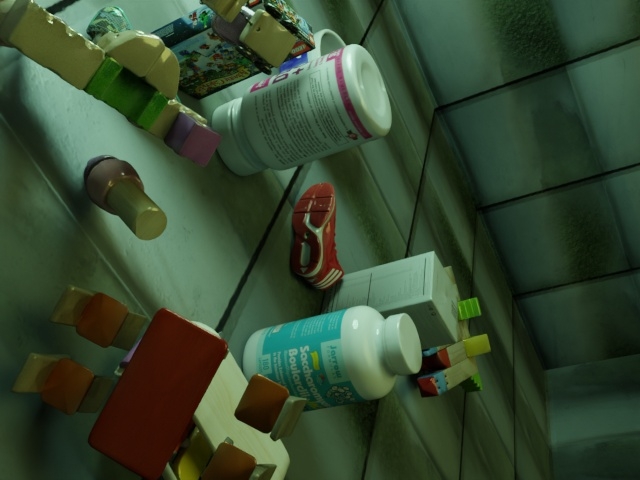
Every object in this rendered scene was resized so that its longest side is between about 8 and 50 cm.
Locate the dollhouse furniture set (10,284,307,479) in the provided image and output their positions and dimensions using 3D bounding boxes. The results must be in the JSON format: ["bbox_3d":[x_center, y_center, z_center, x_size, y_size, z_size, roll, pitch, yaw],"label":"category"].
[{"bbox_3d":[-0.183,0.196,0.669,0.259,0.262,0.135,-63,170,-8],"label":"dollhouse furniture set"}]

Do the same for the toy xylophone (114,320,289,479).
[{"bbox_3d":[-0.145,0.258,0.870,0.323,0.081,0.236,68,26,-13],"label":"toy xylophone"}]

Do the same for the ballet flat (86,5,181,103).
[{"bbox_3d":[-0.271,-0.240,0.997,0.188,0.070,0.070,58,29,-27],"label":"ballet flat"}]

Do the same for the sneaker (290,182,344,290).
[{"bbox_3d":[0.000,0.000,1.409,0.128,0.087,0.221,57,40,-50],"label":"sneaker"}]

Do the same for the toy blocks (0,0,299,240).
[{"bbox_3d":[-0.256,-0.211,0.778,0.288,0.309,0.260,32,5,-46],"label":"toy blocks"}]

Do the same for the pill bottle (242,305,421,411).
[{"bbox_3d":[0.020,0.186,1.089,0.146,0.264,0.146,44,38,-47],"label":"pill bottle"}]

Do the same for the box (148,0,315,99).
[{"bbox_3d":[-0.147,-0.303,1.073,0.159,0.233,0.044,20,56,-60],"label":"box"}]

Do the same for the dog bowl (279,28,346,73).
[{"bbox_3d":[0.016,-0.344,1.602,0.265,0.104,0.265,45,37,-47],"label":"dog bowl"}]

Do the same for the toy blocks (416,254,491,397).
[{"bbox_3d":[0.270,0.227,1.743,0.261,0.190,0.381,-8,82,-54],"label":"toy blocks"}]

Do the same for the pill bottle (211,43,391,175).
[{"bbox_3d":[-0.036,-0.214,1.194,0.160,0.283,0.160,44,38,-48],"label":"pill bottle"}]

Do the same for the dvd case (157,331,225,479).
[{"bbox_3d":[-0.170,0.236,0.953,0.221,0.018,0.164,-25,99,-65],"label":"dvd case"}]

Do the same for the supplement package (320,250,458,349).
[{"bbox_3d":[0.138,0.139,1.392,0.134,0.244,0.139,56,31,-33],"label":"supplement package"}]
